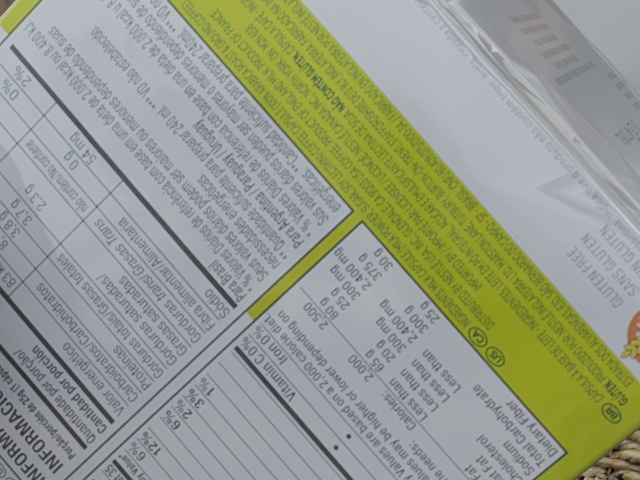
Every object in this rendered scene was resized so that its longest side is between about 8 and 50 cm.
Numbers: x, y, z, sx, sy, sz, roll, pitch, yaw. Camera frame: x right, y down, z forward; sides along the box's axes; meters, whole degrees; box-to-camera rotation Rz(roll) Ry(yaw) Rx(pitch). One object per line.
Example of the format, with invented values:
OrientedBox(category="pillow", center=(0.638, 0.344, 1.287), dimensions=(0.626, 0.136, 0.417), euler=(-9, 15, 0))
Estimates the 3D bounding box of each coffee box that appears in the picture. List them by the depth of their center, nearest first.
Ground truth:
OrientedBox(category="coffee box", center=(0.000, 0.000, 0.871), dimensions=(0.334, 0.338, 0.337), euler=(-43, -5, 18))

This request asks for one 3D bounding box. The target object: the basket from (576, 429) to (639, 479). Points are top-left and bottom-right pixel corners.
OrientedBox(category="basket", center=(0.298, 0.087, 1.206), dimensions=(0.213, 0.223, 0.299), euler=(6, -5, -31))
